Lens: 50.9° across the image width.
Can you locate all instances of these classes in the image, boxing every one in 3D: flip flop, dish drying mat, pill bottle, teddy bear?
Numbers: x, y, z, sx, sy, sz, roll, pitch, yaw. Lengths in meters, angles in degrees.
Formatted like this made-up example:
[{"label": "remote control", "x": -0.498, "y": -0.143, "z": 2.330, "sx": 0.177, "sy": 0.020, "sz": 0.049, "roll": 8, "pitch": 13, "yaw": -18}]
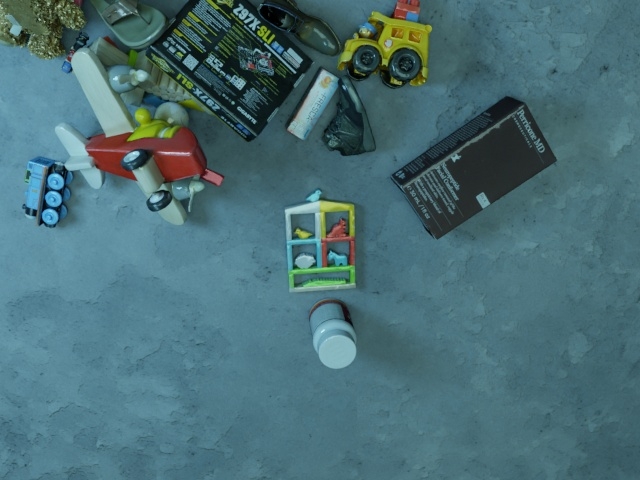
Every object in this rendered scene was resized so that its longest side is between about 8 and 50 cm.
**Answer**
[{"label": "flip flop", "x": -0.451, "y": -0.531, "z": 1.528, "sx": 0.112, "sy": 0.080, "sz": 0.277, "roll": -44, "pitch": 66, "yaw": -1}, {"label": "dish drying mat", "x": -0.299, "y": -0.173, "z": 1.785, "sx": 0.083, "sy": 0.008, "sz": 0.032, "roll": 24, "pitch": 105, "yaw": -13}, {"label": "pill bottle", "x": 0.035, "y": 0.256, "z": 1.859, "sx": 0.121, "sy": 0.221, "sz": 0.121, "roll": -2, "pitch": 110, "yaw": -5}, {"label": "teddy bear", "x": -0.646, "y": -0.533, "z": 1.499, "sx": 0.245, "sy": 0.113, "sz": 0.338, "roll": 11, "pitch": 151, "yaw": -1}]

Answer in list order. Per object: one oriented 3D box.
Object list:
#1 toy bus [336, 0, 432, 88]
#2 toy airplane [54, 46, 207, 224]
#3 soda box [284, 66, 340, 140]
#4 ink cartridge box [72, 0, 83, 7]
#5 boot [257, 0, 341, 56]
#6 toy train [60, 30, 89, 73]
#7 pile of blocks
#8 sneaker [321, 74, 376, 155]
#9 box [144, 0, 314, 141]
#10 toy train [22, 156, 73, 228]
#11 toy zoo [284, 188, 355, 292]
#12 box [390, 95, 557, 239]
[{"label": "toy bus", "x": 0.164, "y": -0.495, "z": 1.657, "sx": 0.220, "sy": 0.149, "sz": 0.211, "roll": 9, "pitch": 95, "yaw": -6}, {"label": "toy airplane", "x": -0.434, "y": -0.233, "z": 1.609, "sx": 0.384, "sy": 0.386, "sz": 0.272, "roll": 40, "pitch": 61, "yaw": 0}, {"label": "soda box", "x": -0.020, "y": -0.350, "z": 1.722, "sx": 0.058, "sy": 0.063, "sz": 0.183, "roll": 29, "pitch": 104, "yaw": -17}, {"label": "ink cartridge box", "x": -0.606, "y": -0.647, "z": 1.488, "sx": 0.159, "sy": 0.092, "sz": 0.218, "roll": 10, "pitch": 144, "yaw": -10}, {"label": "boot", "x": -0.054, "y": -0.506, "z": 1.612, "sx": 0.219, "sy": 0.106, "sz": 0.082, "roll": 38, "pitch": 126, "yaw": 1}, {"label": "toy train", "x": -0.586, "y": -0.442, "z": 1.601, "sx": 0.027, "sy": 0.036, "sz": 0.158, "roll": 28, "pitch": 147, "yaw": -24}, {"label": "pile of blocks", "x": -0.410, "y": -0.405, "z": 1.655, "sx": 0.362, "sy": 0.149, "sz": 0.112, "roll": 16, "pitch": 64, "yaw": -21}, {"label": "sneaker", "x": 0.056, "y": -0.305, "z": 1.713, "sx": 0.130, "sy": 0.087, "sz": 0.227, "roll": -18, "pitch": 134, "yaw": 2}, {"label": "box", "x": -0.212, "y": -0.435, "z": 1.608, "sx": 0.322, "sy": 0.079, "sz": 0.257, "roll": 39, "pitch": 71, "yaw": -17}, {"label": "toy train", "x": -0.705, "y": -0.123, "z": 1.727, "sx": 0.105, "sy": 0.080, "sz": 0.184, "roll": 17, "pitch": 109, "yaw": -2}, {"label": "toy zoo", "x": 0.000, "y": 0.000, "z": 1.866, "sx": 0.193, "sy": 0.030, "sz": 0.293, "roll": -3, "pitch": 110, "yaw": -5}, {"label": "box", "x": 0.402, "y": -0.191, "z": 1.785, "sx": 0.381, "sy": 0.143, "sz": 0.191, "roll": -35, "pitch": 109, "yaw": 5}]
